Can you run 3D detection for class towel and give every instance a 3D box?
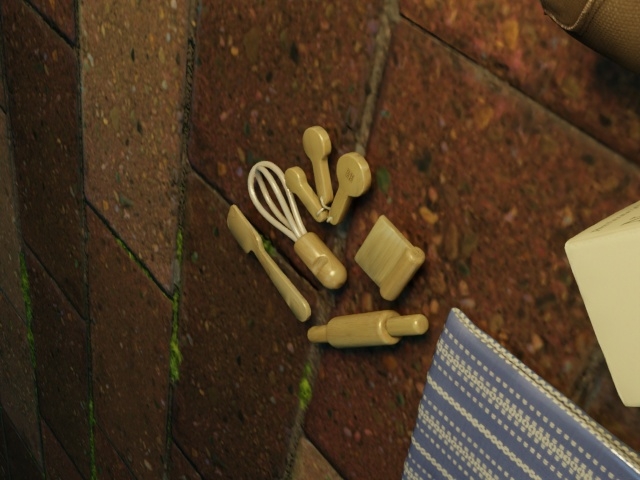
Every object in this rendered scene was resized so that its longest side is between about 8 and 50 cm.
[{"bbox_3d":[0.159,0.247,0.680,0.243,0.040,0.335,39,135,37],"label":"towel"}]

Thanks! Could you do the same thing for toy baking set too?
[{"bbox_3d":[0.003,0.006,0.755,0.256,0.030,0.196,-23,87,56],"label":"toy baking set"}]

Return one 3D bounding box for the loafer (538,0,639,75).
[{"bbox_3d":[0.127,-0.239,0.345,0.130,0.134,0.365,20,124,47],"label":"loafer"}]

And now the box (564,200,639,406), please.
[{"bbox_3d":[0.248,0.002,0.342,0.275,0.113,0.094,-19,93,55],"label":"box"}]
